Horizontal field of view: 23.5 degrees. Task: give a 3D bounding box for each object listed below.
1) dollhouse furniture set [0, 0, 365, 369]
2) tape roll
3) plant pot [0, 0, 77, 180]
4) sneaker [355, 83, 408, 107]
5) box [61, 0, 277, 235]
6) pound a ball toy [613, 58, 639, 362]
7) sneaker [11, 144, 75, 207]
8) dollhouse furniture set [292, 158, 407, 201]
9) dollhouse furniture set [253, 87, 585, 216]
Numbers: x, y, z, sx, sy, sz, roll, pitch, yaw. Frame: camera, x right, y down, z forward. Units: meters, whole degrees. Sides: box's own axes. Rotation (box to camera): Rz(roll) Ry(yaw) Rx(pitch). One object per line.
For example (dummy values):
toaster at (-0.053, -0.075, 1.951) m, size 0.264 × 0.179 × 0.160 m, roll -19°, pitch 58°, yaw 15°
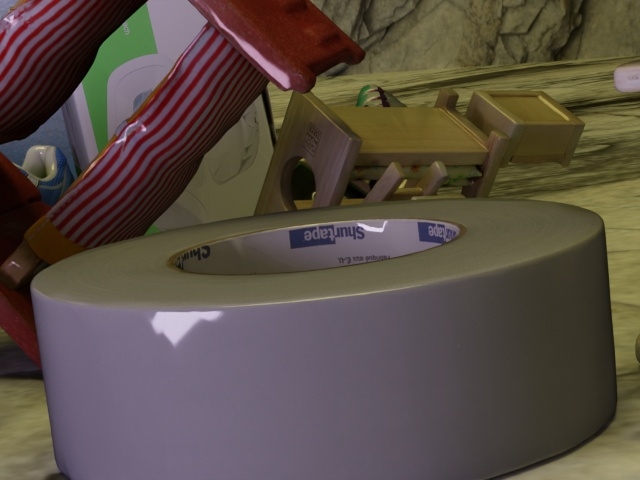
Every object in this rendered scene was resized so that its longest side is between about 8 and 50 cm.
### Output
dollhouse furniture set at (-0.142, -0.035, 0.633) m, size 0.201 × 0.152 × 0.374 m, roll -46°, pitch -2°, yaw 22°
tape roll at (0.002, 0.035, 0.594) m, size 0.219 × 0.072 × 0.219 m, roll -7°, pitch 8°, yaw 1°
plant pot at (-0.248, -0.139, 1.302) m, size 0.247 × 0.252 × 0.248 m, roll -6°, pitch 9°, yaw 6°
sneaker at (0.074, -0.083, 1.364) m, size 0.098 × 0.083 × 0.224 m, roll 14°, pitch 13°, yaw -2°
box at (-0.118, -0.125, 1.055) m, size 0.126 × 0.262 × 0.231 m, roll -13°, pitch 9°, yaw -10°
pound a ball toy at (0.222, -0.070, 0.670) m, size 0.135 × 0.208 × 0.319 m, roll -2°, pitch 9°, yaw 28°
sneaker at (-0.241, -0.012, 1.036) m, size 0.080 × 0.081 × 0.211 m, roll 1°, pitch 13°, yaw 30°
dollhouse furniture set at (0.002, -0.018, 1.102) m, size 0.081 × 0.091 × 0.114 m, roll -60°, pitch 13°, yaw -28°
dollhouse furniture set at (0.085, 0.001, 0.824) m, size 0.182 × 0.101 × 0.161 m, roll -3°, pitch 35°, yaw -36°
